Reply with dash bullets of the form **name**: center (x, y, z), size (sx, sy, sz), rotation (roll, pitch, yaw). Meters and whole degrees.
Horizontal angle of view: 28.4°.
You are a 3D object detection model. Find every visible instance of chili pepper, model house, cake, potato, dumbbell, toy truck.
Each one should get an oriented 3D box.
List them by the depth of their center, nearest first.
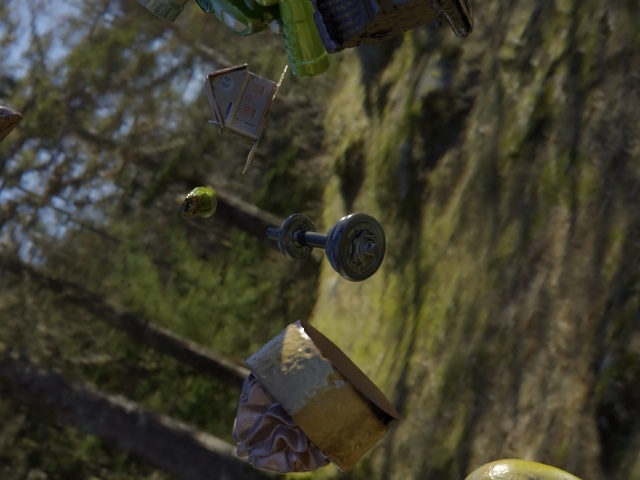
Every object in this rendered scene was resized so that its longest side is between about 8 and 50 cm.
- **model house**: center (0.064, -0.309, 1.379), size (0.141, 0.164, 0.203), rotation (-15, -86, -72)
- **cake**: center (-0.023, 0.222, 1.595), size (0.178, 0.185, 0.208), rotation (-48, -40, 5)
- **toy truck**: center (-0.061, -0.327, 1.603), size (0.148, 0.210, 0.187), rotation (-27, -34, -18)
- **potato**: center (0.271, 0.360, 1.622), size (0.157, 0.194, 0.157), rotation (178, 90, -73)
- **dumbbell**: center (0.000, 0.000, 2.039), size (0.255, 0.110, 0.110), rotation (10, 71, 46)
- **chili pepper**: center (-0.201, -0.065, 2.145), size (0.202, 0.050, 0.051), rotation (-32, -65, -88)
- **model house**: center (-0.157, -0.241, 2.267), size (0.219, 0.136, 0.207), rotation (-166, 98, -86)

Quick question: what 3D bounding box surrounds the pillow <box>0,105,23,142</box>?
- **pillow**: center (-0.629, -0.149, 1.890), size (0.305, 0.308, 0.108), rotation (-7, 93, 65)

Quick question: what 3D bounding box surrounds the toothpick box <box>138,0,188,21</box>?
- **toothpick box**: center (-0.213, -0.421, 1.914), size (0.153, 0.101, 0.101), rotation (-49, 8, 17)
